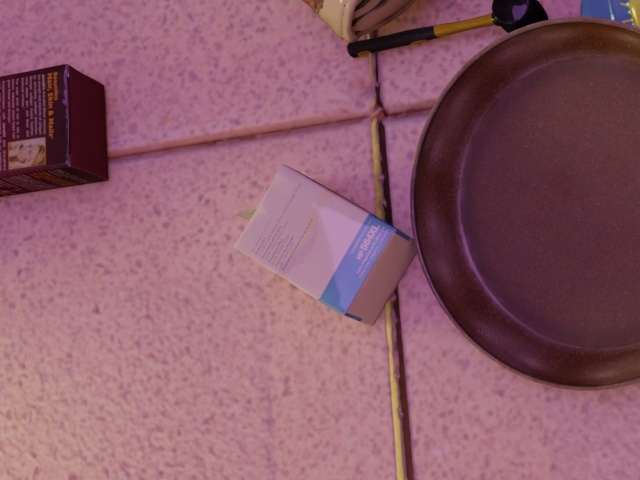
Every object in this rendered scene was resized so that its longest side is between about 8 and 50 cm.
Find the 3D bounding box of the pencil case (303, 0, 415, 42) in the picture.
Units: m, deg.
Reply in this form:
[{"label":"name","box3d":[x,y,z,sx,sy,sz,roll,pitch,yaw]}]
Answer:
[{"label":"pencil case","box3d":[-0.039,-0.374,1.346,0.183,0.160,0.410,-43,70,-1]}]

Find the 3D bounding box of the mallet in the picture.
[{"label":"mallet","box3d":[0.118,-0.191,1.331,0.190,0.062,0.039,-10,76,33]}]

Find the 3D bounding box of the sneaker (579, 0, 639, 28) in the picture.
[{"label":"sneaker","box3d":[0.293,-0.151,1.245,0.126,0.091,0.240,-21,82,44]}]

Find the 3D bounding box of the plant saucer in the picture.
[{"label":"plant saucer","box3d":[0.219,-0.031,1.216,0.310,0.050,0.310,5,98,33]}]

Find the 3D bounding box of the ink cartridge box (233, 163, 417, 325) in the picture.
[{"label":"ink cartridge box","box3d":[0.000,0.000,1.306,0.143,0.092,0.090,32,92,21]}]

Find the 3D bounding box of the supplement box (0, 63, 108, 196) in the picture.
[{"label":"supplement box","box3d":[-0.313,-0.103,1.439,0.188,0.081,0.104,-7,79,19]}]
